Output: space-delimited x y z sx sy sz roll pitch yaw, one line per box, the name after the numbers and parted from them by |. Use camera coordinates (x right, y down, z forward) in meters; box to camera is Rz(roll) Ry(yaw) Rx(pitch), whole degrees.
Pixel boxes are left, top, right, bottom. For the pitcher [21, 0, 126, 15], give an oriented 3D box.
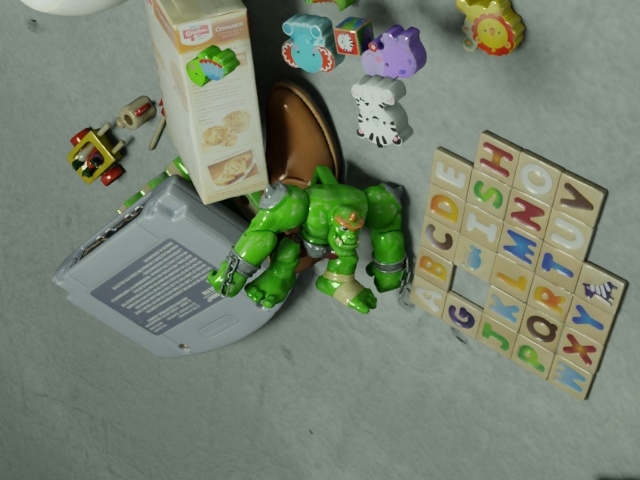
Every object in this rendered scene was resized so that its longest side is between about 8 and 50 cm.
-0.158 -0.281 0.979 0.125 0.207 0.178 49 141 0 | pitcher

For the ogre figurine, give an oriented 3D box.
0.000 0.000 1.105 0.197 0.097 0.118 9 118 -8 | ogre figurine

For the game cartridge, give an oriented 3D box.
-0.156 0.043 1.323 0.196 0.060 0.294 39 142 -18 | game cartridge

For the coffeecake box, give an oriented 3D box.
-0.108 -0.152 1.101 0.142 0.068 0.185 -121 20 -50 | coffeecake box

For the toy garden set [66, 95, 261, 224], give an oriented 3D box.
-0.180 -0.065 1.313 0.204 0.049 0.244 52 143 -4 | toy garden set

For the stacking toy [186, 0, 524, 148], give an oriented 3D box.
0.024 -0.149 0.941 0.221 0.167 0.052 16 132 35 | stacking toy

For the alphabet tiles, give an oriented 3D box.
0.175 0.019 1.065 0.198 0.009 0.237 30 139 24 | alphabet tiles

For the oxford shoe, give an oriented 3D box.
-0.028 -0.053 1.153 0.076 0.076 0.212 21 133 35 | oxford shoe
